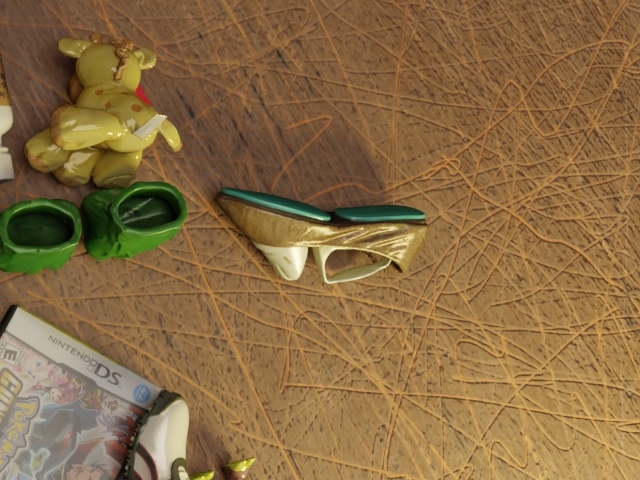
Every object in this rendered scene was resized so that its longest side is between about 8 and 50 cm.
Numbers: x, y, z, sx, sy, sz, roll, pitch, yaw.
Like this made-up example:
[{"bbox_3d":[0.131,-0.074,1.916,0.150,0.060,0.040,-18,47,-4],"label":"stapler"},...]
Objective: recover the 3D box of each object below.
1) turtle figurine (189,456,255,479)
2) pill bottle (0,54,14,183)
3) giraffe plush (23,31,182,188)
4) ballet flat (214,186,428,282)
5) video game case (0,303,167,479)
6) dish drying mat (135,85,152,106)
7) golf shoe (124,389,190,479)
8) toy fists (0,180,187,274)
[{"bbox_3d":[-0.103,0.419,1.931,0.270,0.087,0.217,-15,84,-18],"label":"turtle figurine"},{"bbox_3d":[-0.470,-0.182,1.787,0.131,0.131,0.229,-12,90,-26],"label":"pill bottle"},{"bbox_3d":[-0.296,-0.190,1.863,0.181,0.210,0.170,26,45,-53],"label":"giraffe plush"},{"bbox_3d":[0.000,0.000,2.024,0.342,0.116,0.124,5,102,-29],"label":"ballet flat"},{"bbox_3d":[-0.371,0.263,1.844,0.248,0.035,0.274,33,72,-20],"label":"video game case"},{"bbox_3d":[-0.262,-0.199,1.958,0.032,0.008,0.083,-34,101,-24],"label":"dish drying mat"},{"bbox_3d":[-0.205,0.342,1.858,0.105,0.120,0.272,27,74,-68],"label":"golf shoe"},{"bbox_3d":[-0.318,-0.017,1.842,0.279,0.142,0.096,-12,76,-27],"label":"toy fists"}]
